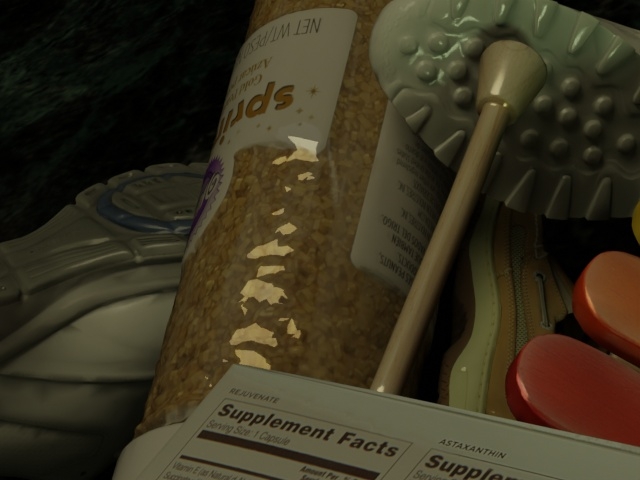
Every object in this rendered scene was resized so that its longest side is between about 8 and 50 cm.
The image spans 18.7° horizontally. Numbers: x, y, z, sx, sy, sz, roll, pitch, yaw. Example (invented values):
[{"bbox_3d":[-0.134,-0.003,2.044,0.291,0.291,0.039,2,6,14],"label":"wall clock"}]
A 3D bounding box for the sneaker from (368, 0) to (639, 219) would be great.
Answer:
[{"bbox_3d":[0.120,-0.061,0.868,0.090,0.235,0.095,-65,25,17],"label":"sneaker"}]

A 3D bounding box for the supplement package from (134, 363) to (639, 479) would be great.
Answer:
[{"bbox_3d":[0.007,0.206,0.561,0.198,0.199,0.262,8,47,44],"label":"supplement package"}]

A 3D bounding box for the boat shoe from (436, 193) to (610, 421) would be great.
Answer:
[{"bbox_3d":[0.096,0.041,0.867,0.072,0.068,0.190,-1,45,12],"label":"boat shoe"}]

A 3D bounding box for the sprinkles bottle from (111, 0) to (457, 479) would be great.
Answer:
[{"bbox_3d":[0.000,0.000,0.862,0.121,0.121,0.355,-9,50,29],"label":"sprinkles bottle"}]

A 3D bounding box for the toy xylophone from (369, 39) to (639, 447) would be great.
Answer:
[{"bbox_3d":[0.152,0.027,0.718,0.081,0.236,0.322,121,169,-48],"label":"toy xylophone"}]

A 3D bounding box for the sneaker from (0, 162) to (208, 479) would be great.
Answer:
[{"bbox_3d":[-0.110,0.047,0.971,0.297,0.129,0.111,-18,27,-17],"label":"sneaker"}]
